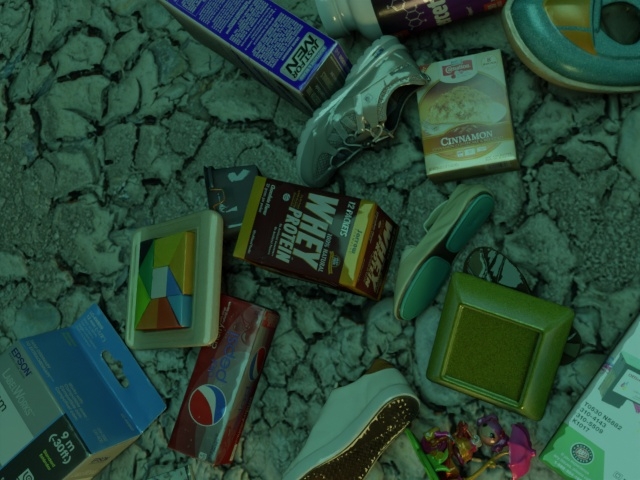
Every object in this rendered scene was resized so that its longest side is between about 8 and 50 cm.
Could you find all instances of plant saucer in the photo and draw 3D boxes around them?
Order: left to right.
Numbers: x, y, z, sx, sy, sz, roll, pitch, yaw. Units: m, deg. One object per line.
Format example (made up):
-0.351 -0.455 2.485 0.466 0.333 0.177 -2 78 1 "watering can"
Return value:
0.256 0.163 1.265 0.188 0.045 0.189 18 110 20 "plant saucer"

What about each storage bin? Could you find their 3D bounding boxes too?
-0.141 -0.068 1.454 0.091 0.098 0.135 -12 76 4 "storage bin"

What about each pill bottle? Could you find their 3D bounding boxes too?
0.154 -0.431 1.383 0.322 0.181 0.182 -15 75 14 "pill bottle"

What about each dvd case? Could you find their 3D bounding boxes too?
-0.259 0.433 1.427 0.119 0.013 0.087 -21 74 11 "dvd case"

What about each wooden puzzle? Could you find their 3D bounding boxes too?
-0.255 0.069 1.435 0.238 0.044 0.221 -10 74 45 "wooden puzzle"

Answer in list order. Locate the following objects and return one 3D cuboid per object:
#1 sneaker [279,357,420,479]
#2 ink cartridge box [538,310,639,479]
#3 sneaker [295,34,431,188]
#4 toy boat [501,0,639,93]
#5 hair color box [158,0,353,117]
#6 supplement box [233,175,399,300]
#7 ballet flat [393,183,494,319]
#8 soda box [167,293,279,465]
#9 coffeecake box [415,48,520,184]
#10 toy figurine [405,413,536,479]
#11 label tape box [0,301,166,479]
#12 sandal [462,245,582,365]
0.030 0.304 1.336 0.290 0.106 0.123 -45 36 12 "sneaker"
0.465 0.248 1.183 0.201 0.117 0.278 35 91 20 "ink cartridge box"
0.063 -0.187 1.376 0.115 0.105 0.281 44 112 22 "sneaker"
0.406 -0.382 1.275 0.267 0.148 0.319 6 81 -11 "toy boat"
-0.103 -0.338 1.441 0.338 0.185 0.110 38 90 20 "hair color box"
0.000 0.000 1.338 0.194 0.191 0.129 14 84 18 "supplement box"
0.179 0.012 1.350 0.086 0.086 0.248 37 90 20 "ballet flat"
-0.155 0.226 1.399 0.092 0.083 0.264 17 84 19 "soda box"
0.234 -0.196 1.371 0.142 0.068 0.186 -9 76 16 "coffeecake box"
0.232 0.315 1.265 0.159 0.130 0.173 -27 47 -4 "toy figurine"
-0.472 0.303 1.467 0.347 0.115 0.249 -42 70 7 "label tape box"
0.304 0.100 1.300 0.219 0.060 0.090 40 100 6 "sandal"
